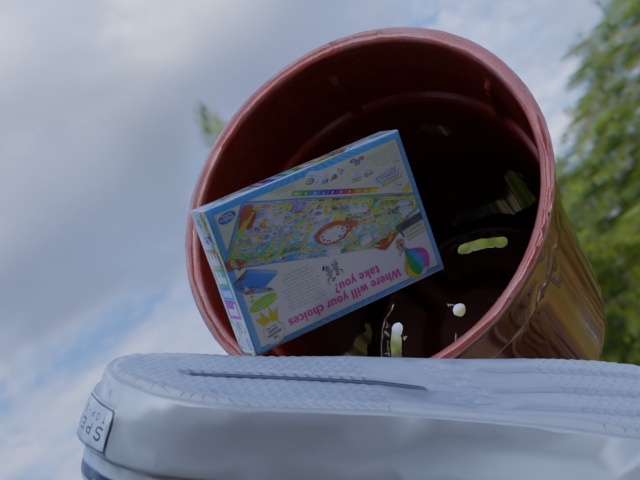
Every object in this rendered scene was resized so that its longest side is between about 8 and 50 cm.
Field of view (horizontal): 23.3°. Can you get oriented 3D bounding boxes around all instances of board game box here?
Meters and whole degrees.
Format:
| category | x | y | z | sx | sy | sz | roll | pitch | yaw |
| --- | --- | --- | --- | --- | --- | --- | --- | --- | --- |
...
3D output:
| category | x | y | z | sx | sy | sz | roll | pitch | yaw |
| --- | --- | --- | --- | --- | --- | --- | --- | --- | --- |
| board game box | 0.000 | 0.000 | 1.042 | 0.154 | 0.103 | 0.026 | -23 | 11 | -24 |

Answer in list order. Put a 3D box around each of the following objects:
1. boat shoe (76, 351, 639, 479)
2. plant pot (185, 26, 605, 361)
| category | x | y | z | sx | sy | sz | roll | pitch | yaw |
| --- | --- | --- | --- | --- | --- | --- | --- | --- | --- |
| boat shoe | 0.077 | 0.111 | 0.567 | 0.335 | 0.119 | 0.121 | 6 | 10 | -6 |
| plant pot | 0.081 | 0.025 | 1.154 | 0.272 | 0.272 | 0.265 | -35 | -33 | 8 |
